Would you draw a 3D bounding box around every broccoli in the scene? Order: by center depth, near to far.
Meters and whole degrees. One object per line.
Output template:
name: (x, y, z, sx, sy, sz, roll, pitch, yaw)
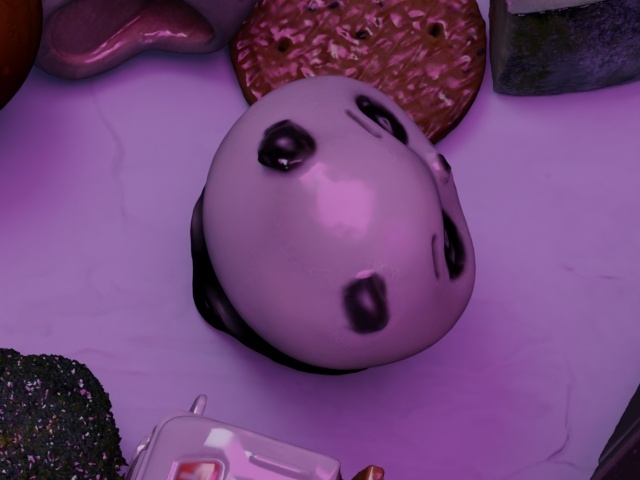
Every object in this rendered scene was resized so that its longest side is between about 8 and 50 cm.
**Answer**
broccoli: (-0.208, 0.147, 1.210, 0.195, 0.195, 0.156, -13, 95, -11)

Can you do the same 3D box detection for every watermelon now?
watermelon: (0.200, -0.249, 1.410, 0.193, 0.140, 0.257, -9, 65, -5)

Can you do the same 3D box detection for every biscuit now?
biscuit: (0.028, -0.142, 1.395, 0.188, 0.027, 0.188, 2, 71, -6)

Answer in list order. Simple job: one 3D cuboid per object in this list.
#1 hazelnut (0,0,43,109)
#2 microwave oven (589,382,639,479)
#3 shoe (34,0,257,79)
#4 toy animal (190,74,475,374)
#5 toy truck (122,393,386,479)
hazelnut: (-0.276, -0.154, 1.266, 0.178, 0.204, 0.178, -6, 108, -20)
microwave oven: (0.427, 0.152, 1.176, 0.432, 0.374, 0.236, 41, 116, 5)
shoe: (-0.090, -0.183, 1.337, 0.251, 0.103, 0.100, -35, 58, -3)
toy animal: (0.006, -0.004, 1.236, 0.165, 0.235, 0.187, -32, 87, -12)
toy truck: (0.052, 0.226, 1.190, 0.387, 0.207, 0.173, 17, 71, -2)
